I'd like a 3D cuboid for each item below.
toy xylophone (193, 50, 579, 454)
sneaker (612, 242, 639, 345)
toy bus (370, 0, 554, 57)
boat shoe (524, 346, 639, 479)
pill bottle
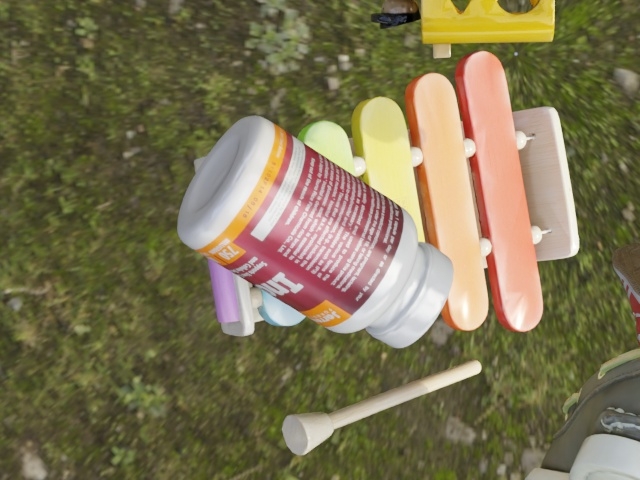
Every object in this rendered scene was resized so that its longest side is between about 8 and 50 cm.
[{"bbox_3d":[0.050,0.010,0.922,0.081,0.322,0.236,-6,103,54],"label":"toy xylophone"},{"bbox_3d":[0.287,0.050,1.155,0.042,0.118,0.067,-15,113,7],"label":"sneaker"},{"bbox_3d":[0.112,-0.214,1.151,0.202,0.191,0.104,12,108,51],"label":"toy bus"},{"bbox_3d":[0.202,0.136,0.840,0.109,0.305,0.091,23,76,9],"label":"boat shoe"},{"bbox_3d":[0.000,0.000,0.766,0.152,0.086,0.086,32,102,-20],"label":"pill bottle"}]
